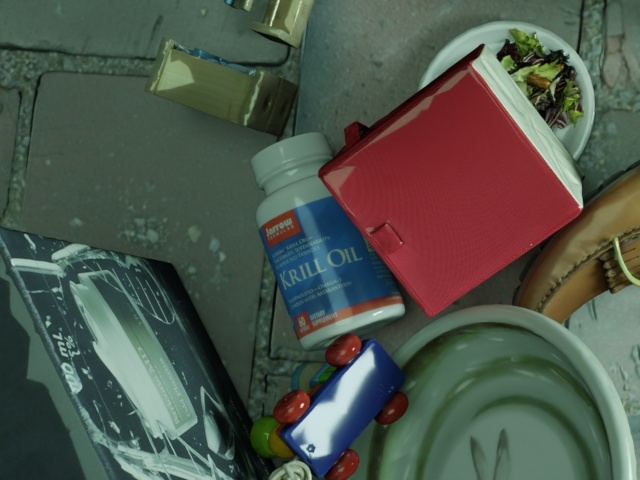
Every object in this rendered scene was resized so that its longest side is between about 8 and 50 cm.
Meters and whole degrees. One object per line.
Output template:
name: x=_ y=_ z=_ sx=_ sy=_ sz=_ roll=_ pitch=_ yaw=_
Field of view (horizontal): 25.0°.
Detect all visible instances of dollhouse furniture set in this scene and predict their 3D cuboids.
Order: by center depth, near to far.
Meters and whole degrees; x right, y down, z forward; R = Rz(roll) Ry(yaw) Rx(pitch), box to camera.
dollhouse furniture set: x=-0.089 y=-0.227 z=1.621 sx=0.129 sy=0.129 sz=0.183 roll=20 pitch=93 yaw=16

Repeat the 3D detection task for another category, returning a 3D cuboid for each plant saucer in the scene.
plant saucer: x=0.177 y=0.268 z=1.475 sx=0.400 sy=0.100 sz=0.400 roll=-22 pitch=60 yaw=44

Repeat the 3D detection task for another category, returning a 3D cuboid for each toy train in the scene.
toy train: x=-0.032 y=0.211 z=1.518 sx=0.248 sy=0.143 sz=0.105 roll=-46 pitch=105 yaw=-27

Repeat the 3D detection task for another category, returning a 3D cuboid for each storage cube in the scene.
storage cube: x=0.140 y=-0.068 z=1.489 sx=0.193 sy=0.183 sz=0.215 roll=-36 pitch=94 yaw=17

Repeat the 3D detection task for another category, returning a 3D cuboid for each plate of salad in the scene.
plate of salad: x=0.200 y=-0.146 z=1.583 sx=0.200 sy=0.048 sz=0.199 roll=-2 pitch=84 yaw=15

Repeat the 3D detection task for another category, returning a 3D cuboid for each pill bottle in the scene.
pill bottle: x=0.000 y=0.000 z=1.586 sx=0.124 sy=0.124 sz=0.221 roll=-23 pitch=80 yaw=12

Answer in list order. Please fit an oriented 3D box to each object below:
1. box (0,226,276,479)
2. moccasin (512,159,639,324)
box: x=-0.242 y=0.273 z=1.448 sx=0.297 sy=0.472 sz=0.480 roll=-30 pitch=79 yaw=11
moccasin: x=0.369 y=-0.011 z=1.490 sx=0.380 sy=0.139 sz=0.147 roll=-33 pitch=69 yaw=1
